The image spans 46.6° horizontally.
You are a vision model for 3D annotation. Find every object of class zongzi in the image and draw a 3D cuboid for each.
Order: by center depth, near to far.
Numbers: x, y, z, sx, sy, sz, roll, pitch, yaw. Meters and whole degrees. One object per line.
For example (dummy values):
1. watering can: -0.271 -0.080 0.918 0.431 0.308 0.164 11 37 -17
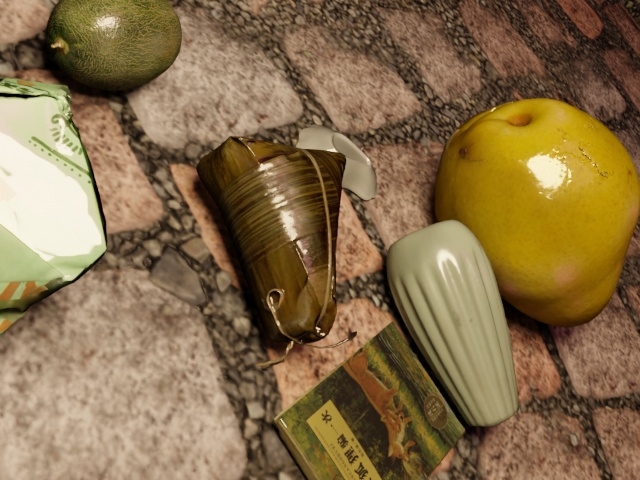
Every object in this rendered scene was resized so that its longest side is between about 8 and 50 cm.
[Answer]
1. zongzi: 0.000 0.000 0.847 0.241 0.111 0.247 -6 70 -49

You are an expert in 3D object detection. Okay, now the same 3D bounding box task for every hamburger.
1. hamburger: -0.286 -0.014 0.581 0.214 0.125 0.235 -13 98 -36

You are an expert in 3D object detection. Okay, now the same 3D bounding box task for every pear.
1. pear: 0.295 -0.028 1.031 0.285 0.285 0.336 -25 116 -48

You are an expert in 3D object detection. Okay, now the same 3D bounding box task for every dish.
1. dish: 0.034 -0.110 1.001 0.137 0.039 0.091 33 44 -17

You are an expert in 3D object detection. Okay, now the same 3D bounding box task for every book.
1. book: 0.061 0.203 0.811 0.228 0.024 0.160 -30 85 -49

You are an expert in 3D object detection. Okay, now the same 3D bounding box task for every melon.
1. melon: -0.222 -0.220 0.798 0.114 0.114 0.167 54 41 3

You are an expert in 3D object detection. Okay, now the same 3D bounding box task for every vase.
1. vase: 0.170 0.104 0.912 0.128 0.128 0.248 -11 77 -45
